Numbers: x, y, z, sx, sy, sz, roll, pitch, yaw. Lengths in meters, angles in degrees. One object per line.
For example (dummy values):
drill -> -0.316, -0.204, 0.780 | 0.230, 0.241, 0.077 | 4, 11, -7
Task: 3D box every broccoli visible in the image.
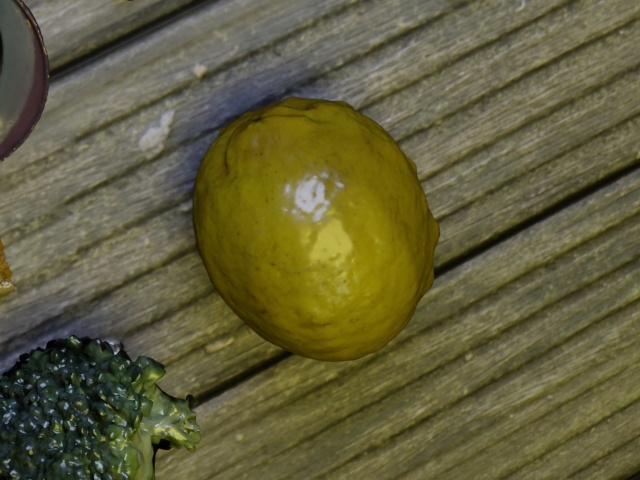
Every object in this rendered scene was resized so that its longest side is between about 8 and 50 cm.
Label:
broccoli -> -0.253, 0.274, 1.993 | 0.293, 0.348, 0.281 | -36, 136, 0

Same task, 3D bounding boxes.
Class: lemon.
lemon -> -0.003, -0.005, 2.019 | 0.285, 0.285, 0.316 | -23, 97, -15

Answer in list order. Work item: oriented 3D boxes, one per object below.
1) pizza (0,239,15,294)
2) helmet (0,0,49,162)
pizza -> -0.396, 0.004, 1.962 | 0.178, 0.041, 0.131 | 36, 93, -36
helmet -> -0.448, -0.203, 1.736 | 0.338, 0.197, 0.271 | 10, 117, -35
